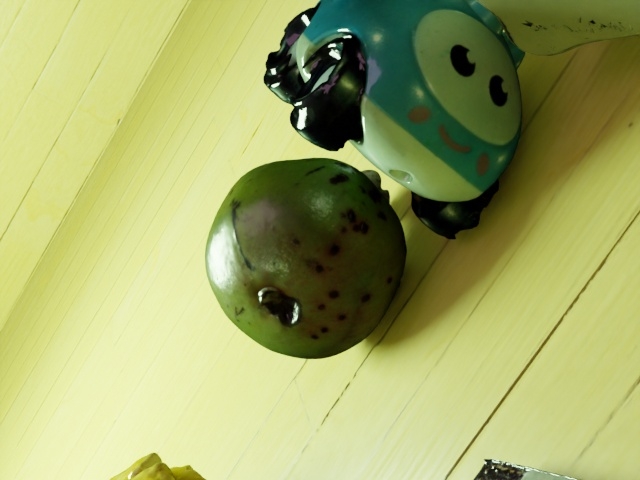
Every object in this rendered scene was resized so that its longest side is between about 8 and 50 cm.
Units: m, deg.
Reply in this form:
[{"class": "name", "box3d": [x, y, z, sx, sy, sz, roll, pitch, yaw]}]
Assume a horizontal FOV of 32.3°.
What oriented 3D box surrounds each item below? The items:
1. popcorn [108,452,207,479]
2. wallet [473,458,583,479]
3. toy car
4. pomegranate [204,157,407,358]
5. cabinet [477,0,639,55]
[{"class": "popcorn", "box3d": [-0.143, 0.269, 0.998, 0.148, 0.152, 0.167, 56, 144, 17]}, {"class": "wallet", "box3d": [0.100, 0.252, 0.595, 0.262, 0.071, 0.221, -62, 18, -15]}, {"class": "toy car", "box3d": [0.079, -0.141, 0.923, 0.190, 0.188, 0.255, -49, 24, 12]}, {"class": "pomegranate", "box3d": [-0.011, 0.011, 0.989, 0.179, 0.179, 0.210, -59, -2, 10]}, {"class": "cabinet", "box3d": [0.186, -0.346, 0.736, 0.227, 0.290, 0.318, -6, 56, 49]}]
